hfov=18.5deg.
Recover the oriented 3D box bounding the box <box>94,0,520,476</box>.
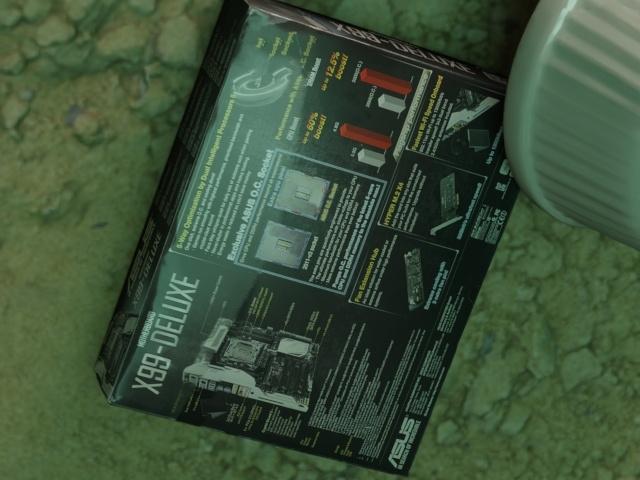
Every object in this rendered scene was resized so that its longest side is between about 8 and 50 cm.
[{"bbox_3d":[0.000,0.000,1.423,0.242,0.076,0.307,15,103,-19],"label":"box"}]

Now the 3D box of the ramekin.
[{"bbox_3d":[0.268,-0.107,1.377,0.273,0.127,0.273,-25,135,-28],"label":"ramekin"}]
